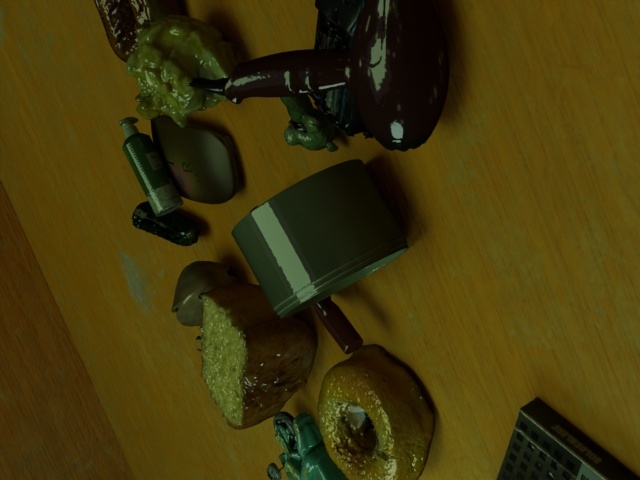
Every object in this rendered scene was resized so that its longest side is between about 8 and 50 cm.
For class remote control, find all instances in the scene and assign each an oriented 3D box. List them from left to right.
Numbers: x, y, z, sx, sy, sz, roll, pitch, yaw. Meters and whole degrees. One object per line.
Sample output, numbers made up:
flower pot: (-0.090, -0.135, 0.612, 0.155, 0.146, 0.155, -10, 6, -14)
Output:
remote control: (0.043, -0.318, 1.246, 0.144, 0.062, 0.398, 44, 145, 32)

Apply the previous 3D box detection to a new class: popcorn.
popcorn: (-0.237, -0.289, 1.584, 0.167, 0.187, 0.185, 57, 146, 11)

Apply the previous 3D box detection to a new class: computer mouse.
computer mouse: (-0.262, -0.164, 1.840, 0.310, 0.072, 0.158, 22, 128, 51)

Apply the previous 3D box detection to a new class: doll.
doll: (-0.034, -0.194, 1.415, 0.150, 0.078, 0.115, 56, -177, -42)

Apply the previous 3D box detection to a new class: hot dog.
hot dog: (-0.344, -0.487, 1.673, 0.158, 0.117, 0.348, -3, 120, 29)

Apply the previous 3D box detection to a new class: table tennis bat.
table tennis bat: (-0.029, 0.064, 1.573, 0.310, 0.038, 0.200, 52, -177, 27)

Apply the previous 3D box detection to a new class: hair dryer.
hair dryer: (-0.016, -0.254, 1.167, 0.341, 0.123, 0.312, -4, 122, 13)

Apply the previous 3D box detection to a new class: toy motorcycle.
toy motorcycle: (-0.010, 0.486, 1.904, 0.198, 0.109, 0.296, -14, 102, 58)

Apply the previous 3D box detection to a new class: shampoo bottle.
shampoo bottle: (-0.342, -0.151, 1.848, 0.204, 0.065, 0.065, 63, 150, 4)

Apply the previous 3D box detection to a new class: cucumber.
cucumber: (-0.334, -0.032, 2.051, 0.265, 0.077, 0.077, 21, 129, 48)

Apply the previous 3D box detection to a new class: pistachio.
pistachio: (-0.241, 0.113, 1.947, 0.126, 0.152, 0.223, 54, 168, 11)

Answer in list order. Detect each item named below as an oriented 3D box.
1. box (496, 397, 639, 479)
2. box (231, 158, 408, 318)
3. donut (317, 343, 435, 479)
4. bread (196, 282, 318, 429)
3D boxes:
box: (0.322, 0.402, 1.329, 0.180, 0.047, 0.324, 39, 132, 38)
box: (0.000, 0.000, 1.391, 0.149, 0.226, 0.226, 61, 150, 6)
donut: (0.093, 0.308, 1.609, 0.253, 0.118, 0.253, 16, 111, 50)
bread: (-0.116, 0.209, 1.788, 0.194, 0.179, 0.340, 47, 149, 30)
